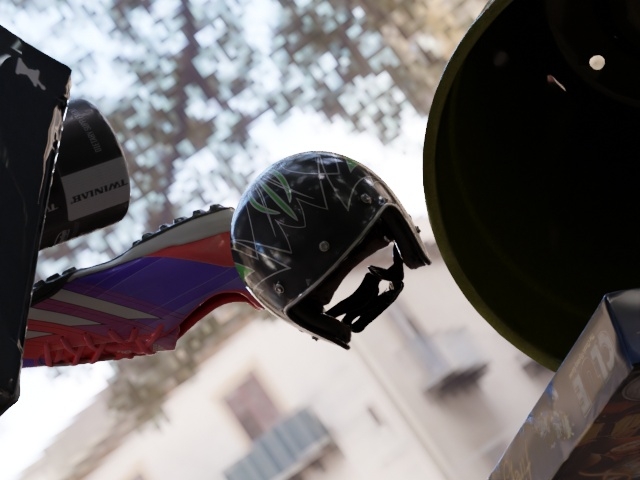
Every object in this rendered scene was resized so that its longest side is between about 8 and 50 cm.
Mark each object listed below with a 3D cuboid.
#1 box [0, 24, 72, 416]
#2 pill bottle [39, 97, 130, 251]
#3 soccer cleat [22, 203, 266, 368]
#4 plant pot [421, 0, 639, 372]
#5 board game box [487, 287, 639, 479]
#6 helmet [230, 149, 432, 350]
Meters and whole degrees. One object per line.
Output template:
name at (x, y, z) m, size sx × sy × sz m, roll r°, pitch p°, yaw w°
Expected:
box at (-0.359, 0.048, 1.201) m, size 0.212 × 0.293 × 0.395 m, roll 34°, pitch -57°, yaw -25°
pill bottle at (-0.312, -0.039, 1.851) m, size 0.246 × 0.130 × 0.130 m, roll -22°, pitch -21°, yaw -28°
soccer cleat at (-0.207, 0.076, 1.977) m, size 0.318 × 0.116 × 0.108 m, roll -25°, pitch -9°, yaw -7°
plant pot at (0.273, -0.127, 1.485) m, size 0.366 × 0.366 × 0.353 m, roll -43°, pitch 15°, yaw 26°
board game box at (0.197, 0.085, 1.044) m, size 0.165 × 0.042 × 0.243 m, roll -10°, pitch -25°, yaw -14°
helmet at (0.000, 0.000, 1.732) m, size 0.169 × 0.169 × 0.161 m, roll -38°, pitch -51°, yaw 11°
